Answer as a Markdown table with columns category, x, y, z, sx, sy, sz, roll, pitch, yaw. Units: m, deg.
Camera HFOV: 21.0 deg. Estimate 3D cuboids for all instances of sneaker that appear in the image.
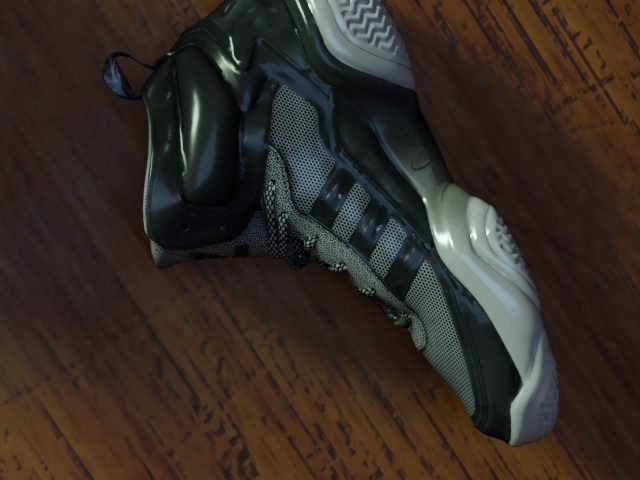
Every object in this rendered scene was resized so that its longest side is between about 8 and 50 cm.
| category | x | y | z | sx | sy | sz | roll | pitch | yaw |
| --- | --- | --- | --- | --- | --- | --- | --- | --- | --- |
| sneaker | 0.000 | 0.000 | 0.839 | 0.153 | 0.101 | 0.268 | -27 | 88 | -6 |
